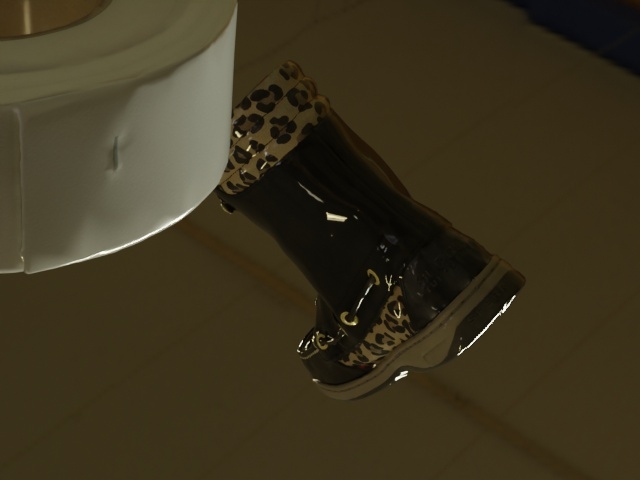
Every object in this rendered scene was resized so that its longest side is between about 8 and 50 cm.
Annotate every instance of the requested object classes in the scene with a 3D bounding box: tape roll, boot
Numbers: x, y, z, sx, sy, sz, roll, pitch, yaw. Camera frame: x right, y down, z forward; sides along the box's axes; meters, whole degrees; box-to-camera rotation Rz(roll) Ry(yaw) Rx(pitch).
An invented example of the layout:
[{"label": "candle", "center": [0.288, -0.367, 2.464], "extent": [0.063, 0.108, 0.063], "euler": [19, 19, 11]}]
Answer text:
[{"label": "tape roll", "center": [-0.188, -0.097, 0.831], "extent": [0.286, 0.100, 0.286], "euler": [4, -148, -3]}, {"label": "boot", "center": [0.000, 0.000, 1.367], "extent": [0.284, 0.377, 0.138], "euler": [45, -108, -5]}]
